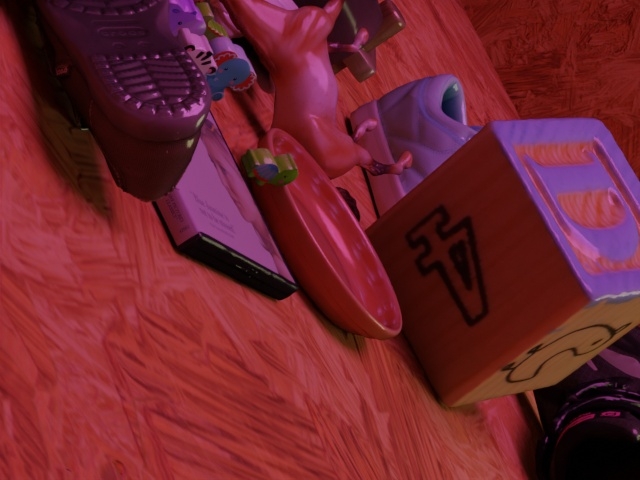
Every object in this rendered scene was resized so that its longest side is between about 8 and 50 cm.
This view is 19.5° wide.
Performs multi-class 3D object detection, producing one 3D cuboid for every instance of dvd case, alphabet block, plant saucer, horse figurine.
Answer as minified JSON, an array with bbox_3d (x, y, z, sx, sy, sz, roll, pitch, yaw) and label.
[{"bbox_3d":[-0.106,-0.082,1.351,0.253,0.022,0.180,63,13,22],"label":"dvd case"},{"bbox_3d":[0.189,0.017,1.733,0.192,0.197,0.193,-4,60,-47],"label":"alphabet block"},{"bbox_3d":[0.000,0.000,1.540,0.200,0.037,0.200,55,12,-17],"label":"plant saucer"},{"bbox_3d":[-0.001,-0.130,1.664,0.174,0.066,0.263,-17,101,-47],"label":"horse figurine"}]

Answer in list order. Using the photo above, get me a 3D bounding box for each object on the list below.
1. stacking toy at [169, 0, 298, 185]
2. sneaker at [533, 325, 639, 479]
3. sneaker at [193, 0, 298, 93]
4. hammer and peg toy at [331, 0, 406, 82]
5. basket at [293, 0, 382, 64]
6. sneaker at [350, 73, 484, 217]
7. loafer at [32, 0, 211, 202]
[{"bbox_3d":[-0.091,-0.149,1.406,0.221,0.052,0.167,43,19,-55],"label":"stacking toy"},{"bbox_3d":[0.317,0.215,1.929,0.202,0.185,0.483,54,11,-36],"label":"sneaker"},{"bbox_3d":[-0.090,-0.220,1.663,0.212,0.080,0.094,45,43,-28],"label":"sneaker"},{"bbox_3d":[-0.051,-0.346,1.978,0.361,0.127,0.266,53,15,-19],"label":"hammer and peg toy"},{"bbox_3d":[-0.035,-0.286,1.770,0.204,0.154,0.227,-94,163,-56],"label":"basket"},{"bbox_3d":[0.143,-0.051,1.964,0.135,0.150,0.366,44,19,-47],"label":"sneaker"},{"bbox_3d":[-0.137,-0.110,1.195,0.251,0.094,0.087,-115,-150,-53],"label":"loafer"}]
